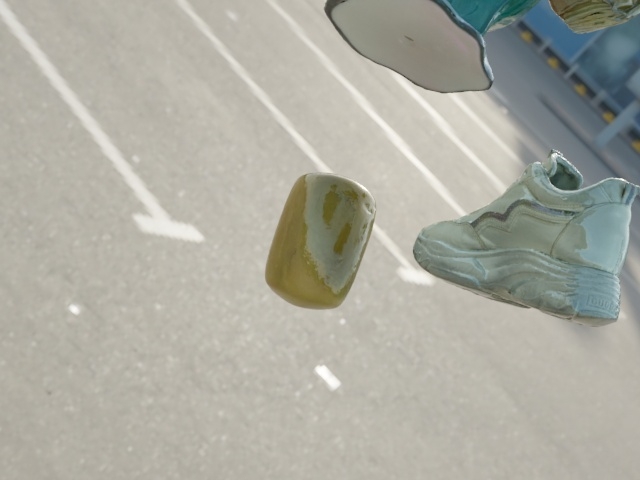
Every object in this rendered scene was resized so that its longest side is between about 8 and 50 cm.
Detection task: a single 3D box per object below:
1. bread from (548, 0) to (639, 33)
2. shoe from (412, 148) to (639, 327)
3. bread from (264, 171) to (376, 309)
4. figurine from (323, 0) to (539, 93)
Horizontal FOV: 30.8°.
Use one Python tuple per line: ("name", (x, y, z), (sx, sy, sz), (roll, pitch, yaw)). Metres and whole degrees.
("bread", (0.355, -0.374, 1.466), (0.110, 0.210, 0.192), (-12, -65, 55))
("shoe", (0.275, -0.017, 1.536), (0.132, 0.211, 0.342), (22, -4, -38))
("bread", (0.000, 0.000, 1.815), (0.147, 0.217, 0.098), (16, -5, 2))
("figurine", (0.168, -0.345, 1.258), (0.323, 0.340, 0.231), (21, -19, 31))
